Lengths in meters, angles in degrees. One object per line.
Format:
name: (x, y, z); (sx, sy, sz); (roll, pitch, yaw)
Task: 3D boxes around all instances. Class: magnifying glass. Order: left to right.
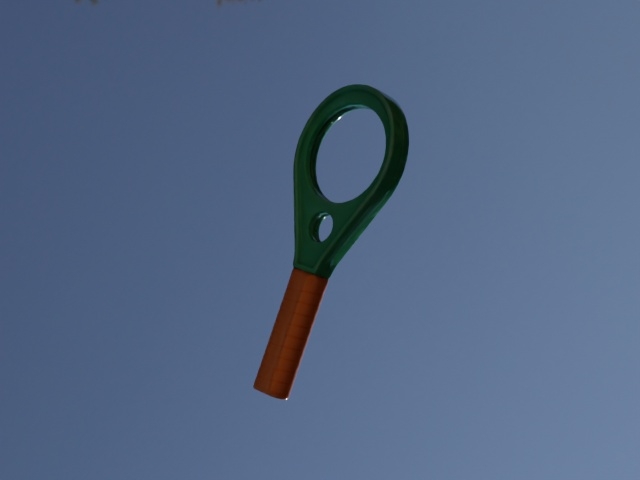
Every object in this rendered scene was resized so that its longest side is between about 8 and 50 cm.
magnifying glass: (0.000, 0.000, 0.854); (0.026, 0.092, 0.231); (17, -89, -47)
